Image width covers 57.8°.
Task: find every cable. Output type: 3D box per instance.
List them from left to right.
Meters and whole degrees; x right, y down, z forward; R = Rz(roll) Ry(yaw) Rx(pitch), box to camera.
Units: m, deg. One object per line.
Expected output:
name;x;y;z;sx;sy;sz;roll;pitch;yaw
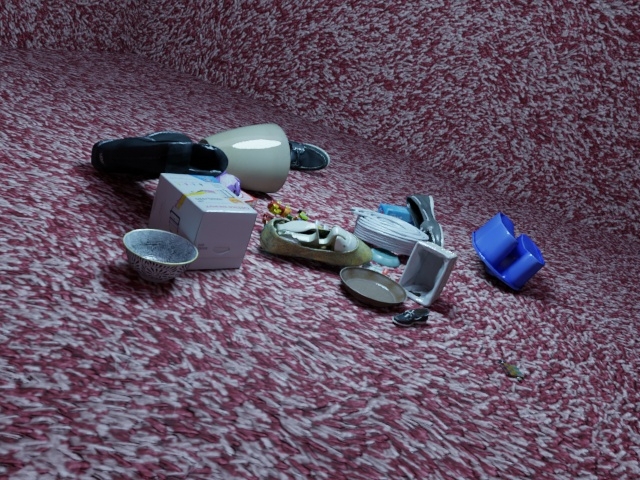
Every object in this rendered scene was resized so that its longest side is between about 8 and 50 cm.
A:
cable;0.241;-0.024;2.010;0.257;0.089;0.257;9;17;-42

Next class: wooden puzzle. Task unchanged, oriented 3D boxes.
wooden puzzle;0.486;0.330;1.475;0.049;0.006;0.083;14;21;-14

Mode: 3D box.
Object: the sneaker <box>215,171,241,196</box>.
sneaker;-0.299;-0.158;1.789;0.104;0.095;0.236;24;20;-9

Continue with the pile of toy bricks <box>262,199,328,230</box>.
pile of toy bricks;-0.085;-0.025;1.777;0.212;0.118;0.105;28;45;-22

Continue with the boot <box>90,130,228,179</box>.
boot;-0.436;-0.264;1.778;0.445;0.146;0.367;5;19;44

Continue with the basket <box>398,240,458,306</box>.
basket;0.318;0.094;1.710;0.113;0.167;0.103;29;16;24

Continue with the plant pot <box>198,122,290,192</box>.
plant pot;-0.290;-0.294;2.050;0.274;0.256;0.256;-4;30;-38

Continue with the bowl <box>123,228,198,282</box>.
bowl;-0.376;0.046;1.342;0.170;0.080;0.170;16;21;-6

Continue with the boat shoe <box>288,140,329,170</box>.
boat shoe;-0.132;-0.377;2.557;0.340;0.127;0.113;21;22;9

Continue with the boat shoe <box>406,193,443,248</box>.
boat shoe;0.384;-0.058;2.175;0.095;0.112;0.335;7;39;-7

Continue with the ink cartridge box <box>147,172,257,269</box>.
ink cartridge box;-0.311;-0.051;1.516;0.171;0.168;0.232;-1;29;-45

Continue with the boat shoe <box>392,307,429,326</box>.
boat shoe;0.243;0.202;1.544;0.125;0.038;0.046;3;25;-36

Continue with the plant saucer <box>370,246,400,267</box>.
plant saucer;0.211;0.051;1.920;0.119;0.021;0.119;17;21;-7

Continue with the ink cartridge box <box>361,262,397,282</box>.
ink cartridge box;0.179;0.103;1.750;0.115;0.029;0.063;22;21;10

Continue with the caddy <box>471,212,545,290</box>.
caddy;0.667;0.047;2.116;0.241;0.179;0.341;42;21;-1

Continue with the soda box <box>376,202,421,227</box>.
soda box;0.326;-0.092;2.307;0.210;0.071;0.067;7;25;-30

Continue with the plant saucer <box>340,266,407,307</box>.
plant saucer;0.144;0.136;1.629;0.198;0.036;0.198;16;21;-6

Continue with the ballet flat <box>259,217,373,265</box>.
ballet flat;0.000;0.000;1.687;0.348;0.123;0.123;8;22;-12

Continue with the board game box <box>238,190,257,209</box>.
board game box;-0.323;-0.136;1.895;0.146;0.045;0.193;29;23;24
